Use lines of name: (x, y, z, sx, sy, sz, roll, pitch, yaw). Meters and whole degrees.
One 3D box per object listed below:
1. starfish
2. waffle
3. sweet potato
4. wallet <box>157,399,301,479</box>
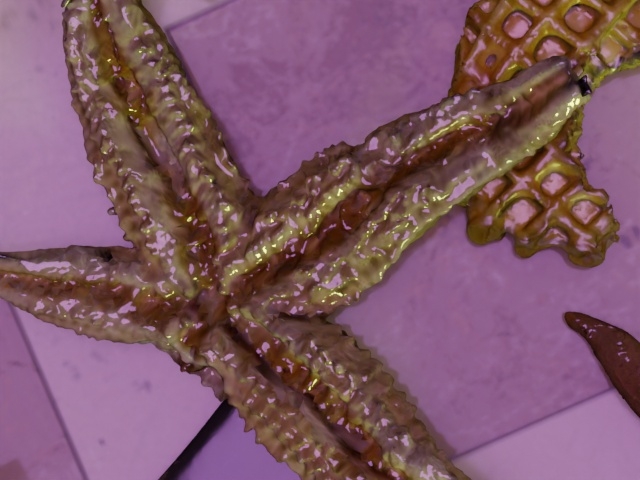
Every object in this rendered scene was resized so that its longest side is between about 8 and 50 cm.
starfish: (0.000, 0.000, 1.057, 0.432, 0.082, 0.324, 26, 90, 15)
waffle: (0.154, -0.083, 1.076, 0.149, 0.051, 0.194, 9, 87, 6)
sweet potato: (0.245, 0.112, 1.053, 0.226, 0.068, 0.068, 36, 90, 6)
wallet: (-0.061, 0.163, 1.093, 0.082, 0.018, 0.157, 39, 90, 6)
